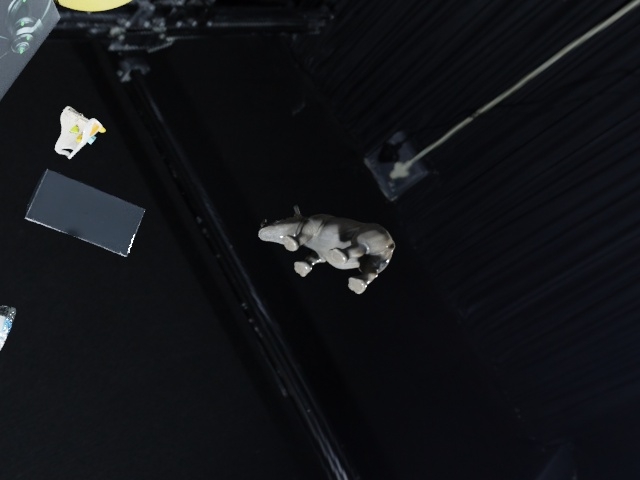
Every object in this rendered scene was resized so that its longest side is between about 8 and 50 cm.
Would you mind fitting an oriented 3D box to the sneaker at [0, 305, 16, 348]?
[{"bbox_3d":[-0.552,0.156,1.006,0.083,0.191,0.071,32,-145,-25],"label":"sneaker"}]

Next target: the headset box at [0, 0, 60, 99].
[{"bbox_3d":[-0.560,-0.359,0.996,0.131,0.246,0.283,27,-105,0],"label":"headset box"}]

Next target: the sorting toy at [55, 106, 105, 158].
[{"bbox_3d":[-0.401,-0.170,1.039,0.083,0.075,0.045,27,169,36],"label":"sorting toy"}]

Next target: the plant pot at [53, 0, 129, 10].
[{"bbox_3d":[-0.403,-0.551,1.040,0.254,0.239,0.253,1,-99,-6],"label":"plant pot"}]

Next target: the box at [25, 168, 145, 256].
[{"bbox_3d":[-0.463,-0.059,1.230,0.184,0.261,0.103,21,-94,-25],"label":"box"}]

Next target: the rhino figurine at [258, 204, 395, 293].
[{"bbox_3d":[0.000,0.000,0.917,0.106,0.243,0.073,-34,-54,-36],"label":"rhino figurine"}]
